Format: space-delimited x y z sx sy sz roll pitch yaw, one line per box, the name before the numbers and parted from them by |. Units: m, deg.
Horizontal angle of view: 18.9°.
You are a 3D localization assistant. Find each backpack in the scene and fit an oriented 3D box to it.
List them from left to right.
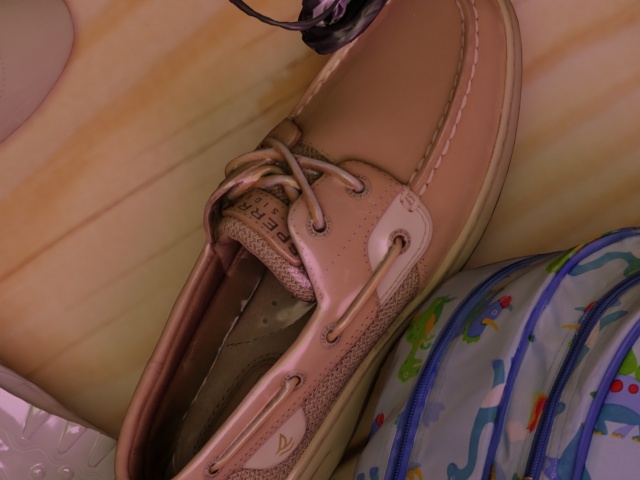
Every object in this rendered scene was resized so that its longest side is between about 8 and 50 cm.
backpack | 0.141 0.172 0.972 0.290 0.273 0.355 21 58 -24

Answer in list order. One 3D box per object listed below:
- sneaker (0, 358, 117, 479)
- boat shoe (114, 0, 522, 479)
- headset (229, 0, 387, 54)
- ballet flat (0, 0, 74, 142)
sneaker | -0.166 0.118 1.095 0.235 0.095 0.090 42 92 -19
boat shoe | 0.000 0.000 1.030 0.122 0.110 0.341 24 91 36
headset | -0.094 -0.267 0.982 0.185 0.243 0.394 -39 94 6
ballet flat | -0.248 -0.062 1.086 0.248 0.086 0.086 -35 91 5
